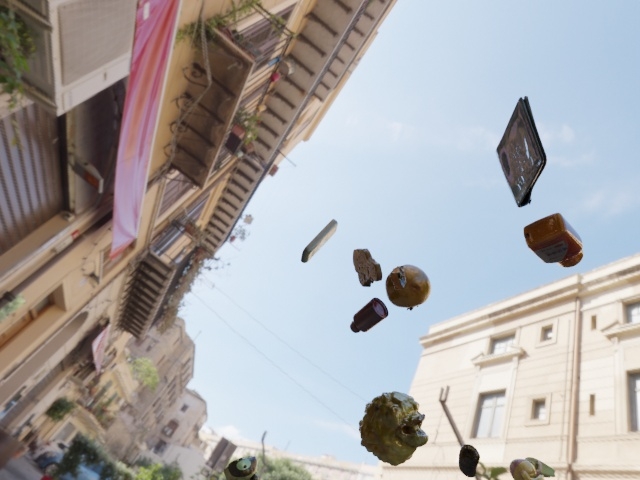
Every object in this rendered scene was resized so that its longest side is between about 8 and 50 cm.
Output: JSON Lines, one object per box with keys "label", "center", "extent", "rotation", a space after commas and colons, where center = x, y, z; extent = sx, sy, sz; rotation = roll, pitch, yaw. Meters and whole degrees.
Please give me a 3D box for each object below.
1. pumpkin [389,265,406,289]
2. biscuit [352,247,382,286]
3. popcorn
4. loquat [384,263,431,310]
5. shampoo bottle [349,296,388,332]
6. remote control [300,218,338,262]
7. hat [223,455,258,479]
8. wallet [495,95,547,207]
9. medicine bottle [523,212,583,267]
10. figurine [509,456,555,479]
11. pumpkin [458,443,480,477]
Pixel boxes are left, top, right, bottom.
{"label": "pumpkin", "center": [0.324, 0.152, 1.672], "extent": [0.054, 0.074, 0.083], "rotation": [-18, -77, 30]}
{"label": "biscuit", "center": [0.215, 0.127, 1.855], "extent": [0.320, 0.047, 0.183], "rotation": [177, -95, -78]}
{"label": "popcorn", "center": [0.247, 0.639, 1.404], "extent": [0.266, 0.233, 0.192], "rotation": [-20, -51, 44]}
{"label": "loquat", "center": [0.396, 0.213, 1.852], "extent": [0.208, 0.208, 0.207], "rotation": [19, -42, 18]}
{"label": "shampoo bottle", "center": [0.210, 0.351, 1.837], "extent": [0.102, 0.064, 0.260], "rotation": [54, -35, 15]}
{"label": "remote control", "center": [-0.001, 0.000, 1.854], "extent": [0.038, 0.309, 0.090], "rotation": [27, -48, 14]}
{"label": "hat", "center": [-0.192, 0.575, 1.002], "extent": [0.076, 0.059, 0.077], "rotation": [-43, -38, 24]}
{"label": "wallet", "center": [0.657, -0.278, 1.325], "extent": [0.054, 0.251, 0.290], "rotation": [-8, -25, 5]}
{"label": "medicine bottle", "center": [0.895, 0.010, 1.543], "extent": [0.222, 0.111, 0.149], "rotation": [33, -44, -28]}
{"label": "figurine", "center": [0.573, 0.630, 1.089], "extent": [0.187, 0.083, 0.083], "rotation": [34, -34, -33]}
{"label": "pumpkin", "center": [0.366, 0.553, 1.013], "extent": [0.050, 0.028, 0.083], "rotation": [6, -84, 45]}
